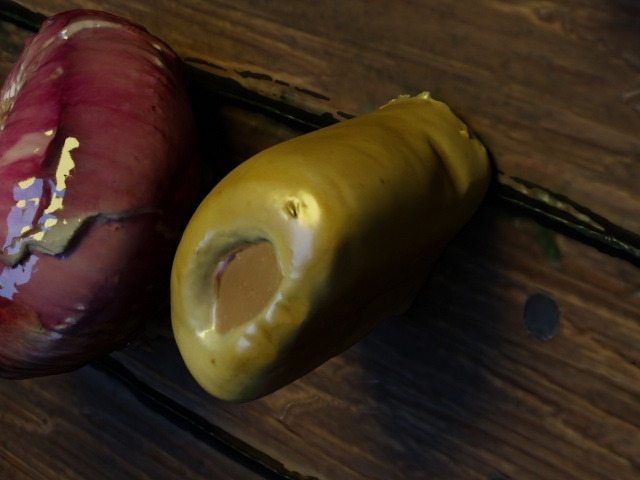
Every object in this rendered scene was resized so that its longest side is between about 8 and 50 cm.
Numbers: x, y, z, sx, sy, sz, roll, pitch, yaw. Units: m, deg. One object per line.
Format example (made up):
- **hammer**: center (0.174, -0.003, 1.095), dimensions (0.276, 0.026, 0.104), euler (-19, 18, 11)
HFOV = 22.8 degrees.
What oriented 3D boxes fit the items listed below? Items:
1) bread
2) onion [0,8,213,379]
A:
- **bread**: center (-0.001, -0.002, 0.777), dimensions (0.085, 0.173, 0.134), euler (43, 122, 15)
- **onion**: center (-0.128, -0.013, 0.916), dimensions (0.230, 0.163, 0.230), euler (-159, 90, -78)
